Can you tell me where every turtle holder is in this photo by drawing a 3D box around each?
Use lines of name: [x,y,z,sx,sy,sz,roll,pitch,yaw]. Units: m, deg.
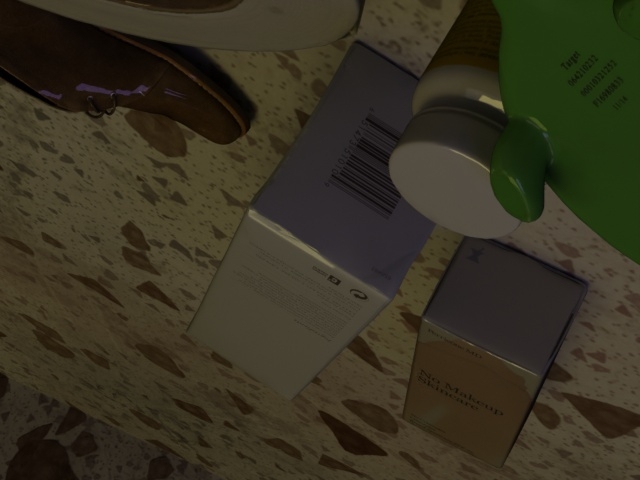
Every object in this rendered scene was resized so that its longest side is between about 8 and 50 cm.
turtle holder: [0.223,-0.112,0.673,0.320,0.227,0.243,27,147,25]

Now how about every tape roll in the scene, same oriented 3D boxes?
tape roll: [-0.149,-0.240,0.871,0.392,0.072,0.392,11,174,1]

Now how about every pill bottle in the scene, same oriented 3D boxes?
pill bottle: [0.137,-0.112,0.805,0.119,0.208,0.119,26,154,13]

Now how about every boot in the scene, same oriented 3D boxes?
boot: [-0.219,-0.165,1.200,0.305,0.115,0.112,29,163,-19]

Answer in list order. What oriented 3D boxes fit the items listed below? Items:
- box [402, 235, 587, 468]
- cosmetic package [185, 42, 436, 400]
box: [0.189,0.134,1.302,0.148,0.121,0.311,26,155,15]
cosmetic package: [0.000,0.000,1.166,0.156,0.217,0.385,32,153,-3]
